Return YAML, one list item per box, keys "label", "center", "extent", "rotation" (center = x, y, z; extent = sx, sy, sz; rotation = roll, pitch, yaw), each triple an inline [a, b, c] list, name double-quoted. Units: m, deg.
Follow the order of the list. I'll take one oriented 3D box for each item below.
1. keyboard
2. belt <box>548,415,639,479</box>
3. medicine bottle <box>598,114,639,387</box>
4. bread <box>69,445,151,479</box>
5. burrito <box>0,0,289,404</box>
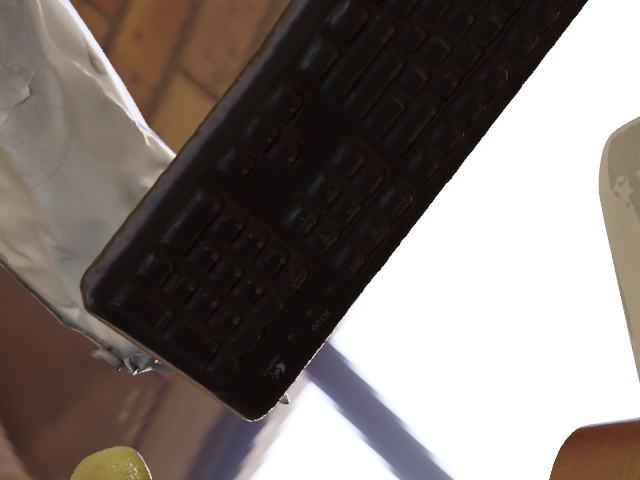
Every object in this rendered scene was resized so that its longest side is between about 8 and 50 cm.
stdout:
- label: "keyboard"
  center: [0.066, -0.114, 0.599]
  extent: [0.103, 0.041, 0.381]
  rotation: [39, -99, -45]
- label: "belt"
  center: [0.182, 0.182, 0.786]
  extent: [0.261, 0.105, 0.184]
  rotation: [52, -142, -38]
- label: "medicine bottle"
  center: [0.290, 0.054, 1.230]
  extent: [0.179, 0.324, 0.124]
  rotation: [-14, -36, 12]
- label: "bread"
  center: [-0.202, 0.269, 1.847]
  extent: [0.065, 0.187, 0.149]
  rotation: [19, -110, -41]
- label: "burrito"
  center: [-0.160, -0.063, 1.046]
  extent: [0.139, 0.445, 0.101]
  rotation: [-17, 29, 36]
